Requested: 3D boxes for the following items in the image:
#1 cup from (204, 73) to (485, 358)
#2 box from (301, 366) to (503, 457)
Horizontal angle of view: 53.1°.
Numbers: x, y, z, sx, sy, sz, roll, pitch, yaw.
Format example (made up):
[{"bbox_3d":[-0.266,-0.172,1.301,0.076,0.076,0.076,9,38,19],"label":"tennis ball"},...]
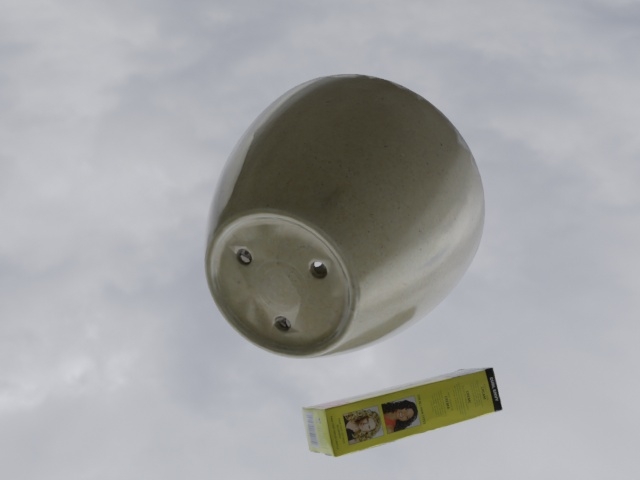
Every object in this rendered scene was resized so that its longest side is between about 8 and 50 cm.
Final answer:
[{"bbox_3d":[0.000,0.000,0.726,0.331,0.331,0.237,17,-150,16],"label":"cup"},{"bbox_3d":[0.101,0.207,0.784,0.232,0.087,0.058,-9,-99,-22],"label":"box"}]
